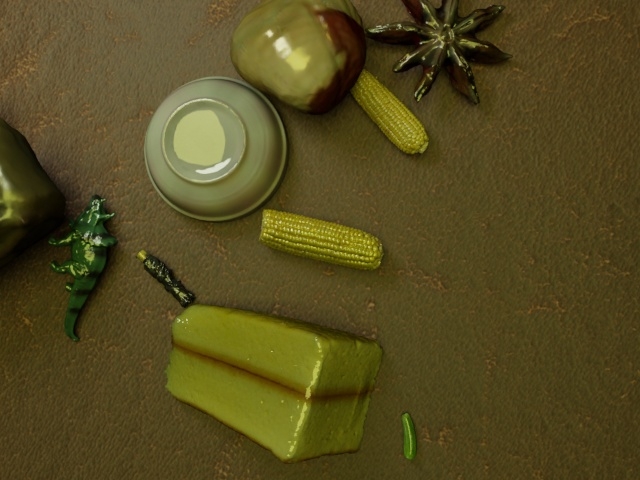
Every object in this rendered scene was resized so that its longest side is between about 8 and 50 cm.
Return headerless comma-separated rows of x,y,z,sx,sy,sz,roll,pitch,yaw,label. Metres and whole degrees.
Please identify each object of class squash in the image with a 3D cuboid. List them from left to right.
0.172,0.378,1.422,0.027,0.027,0.089,-3,85,4,squash

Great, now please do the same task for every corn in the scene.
0.000,0.000,1.413,0.248,0.081,0.081,14,90,4,corn
0.131,-0.247,1.417,0.067,0.067,0.206,-41,84,2,corn

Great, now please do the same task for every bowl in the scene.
-0.207,-0.180,1.401,0.287,0.144,0.287,0,88,4,bowl

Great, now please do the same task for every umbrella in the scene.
-0.306,0.073,1.455,0.144,0.037,0.040,45,97,1,umbrella

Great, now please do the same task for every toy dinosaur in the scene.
-0.483,0.049,1.450,0.120,0.079,0.292,25,94,6,toy dinosaur

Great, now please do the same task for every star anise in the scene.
0.227,-0.379,1.400,0.288,0.088,0.288,1,78,-7,star anise

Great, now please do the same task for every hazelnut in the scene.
-0.040,-0.342,1.366,0.261,0.241,0.261,-3,58,5,hazelnut

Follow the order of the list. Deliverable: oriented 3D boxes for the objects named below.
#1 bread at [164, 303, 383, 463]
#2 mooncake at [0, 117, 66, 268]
-0.103,0.250,1.431,0.361,0.245,0.233,16,92,34,bread
-0.668,-0.040,1.304,0.394,0.393,0.246,-30,88,40,mooncake
